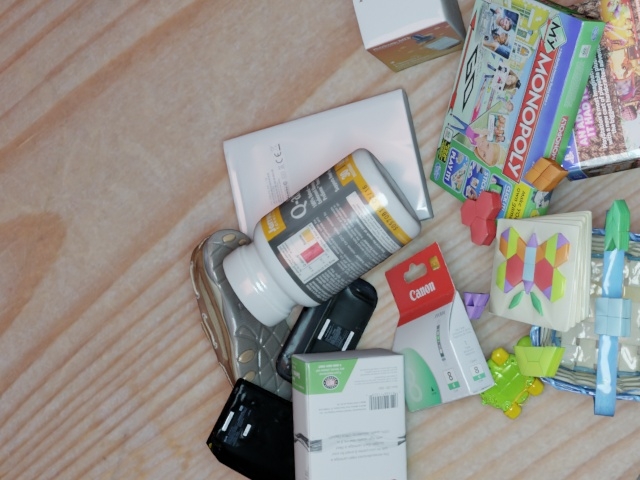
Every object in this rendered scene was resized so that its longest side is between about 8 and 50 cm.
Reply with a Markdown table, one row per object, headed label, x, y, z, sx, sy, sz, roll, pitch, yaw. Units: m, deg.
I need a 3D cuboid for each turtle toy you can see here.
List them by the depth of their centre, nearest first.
| label | x | y | z | sx | sy | sz | roll | pitch | yaw |
| --- | --- | --- | --- | --- | --- | --- | --- | --- | --- |
| turtle toy | 0.287 | 0.198 | 1.473 | 0.095 | 0.066 | 0.130 | 42 | 100 | -2 |

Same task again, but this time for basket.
| label | x | y | z | sx | sy | sz | roll | pitch | yaw |
| --- | --- | --- | --- | --- | --- | --- | --- | --- | --- |
| basket | 0.388 | 0.093 | 1.322 | 0.201 | 0.289 | 0.255 | 5 | 90 | 19 |

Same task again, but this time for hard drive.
| label | x | y | z | sx | sy | sz | roll | pitch | yaw |
| --- | --- | --- | --- | --- | --- | --- | --- | --- | --- |
| hard drive | 0.008 | -0.102 | 1.600 | 0.318 | 0.040 | 0.210 | -14 | 83 | 19 |

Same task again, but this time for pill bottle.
| label | x | y | z | sx | sy | sz | roll | pitch | yaw |
| --- | --- | --- | --- | --- | --- | --- | --- | --- | --- |
| pill bottle | 0.000 | 0.000 | 1.481 | 0.278 | 0.162 | 0.162 | -35 | 77 | 10 |

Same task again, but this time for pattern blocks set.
| label | x | y | z | sx | sy | sz | roll | pitch | yaw |
| --- | --- | --- | --- | --- | --- | --- | --- | --- | --- |
| pattern blocks set | 0.283 | 0.036 | 1.282 | 0.325 | 0.026 | 0.286 | -23 | 65 | 61 |

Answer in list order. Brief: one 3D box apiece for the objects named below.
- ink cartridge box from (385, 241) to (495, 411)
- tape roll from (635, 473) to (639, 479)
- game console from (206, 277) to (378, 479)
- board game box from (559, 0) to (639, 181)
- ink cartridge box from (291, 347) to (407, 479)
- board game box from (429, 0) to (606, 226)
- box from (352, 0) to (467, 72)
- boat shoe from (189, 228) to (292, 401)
| label | x | y | z | sx | sy | sz | roll | pitch | yaw |
| --- | --- | --- | --- | --- | --- | --- | --- | --- | --- |
| ink cartridge box | 0.157 | 0.136 | 1.476 | 0.181 | 0.056 | 0.225 | -37 | 74 | 61 |
| tape roll | 0.557 | 0.424 | 1.350 | 0.286 | 0.100 | 0.286 | -1 | 88 | 19 |
| game console | -0.012 | 0.222 | 1.556 | 0.213 | 0.044 | 0.361 | 29 | 83 | -15 |
| board game box | 0.470 | -0.229 | 1.385 | 0.291 | 0.141 | 0.232 | -11 | 84 | 19 |
| ink cartridge box | 0.043 | 0.283 | 1.500 | 0.160 | 0.092 | 0.220 | -1 | 92 | -19 |
| board game box | 0.270 | -0.188 | 1.396 | 0.213 | 0.046 | 0.317 | 43 | 129 | 48 |
| box | 0.139 | -0.333 | 1.493 | 0.130 | 0.170 | 0.091 | -16 | 83 | 19 |
| boat shoe | -0.132 | 0.141 | 1.615 | 0.116 | 0.123 | 0.324 | -10 | 94 | 53 |
